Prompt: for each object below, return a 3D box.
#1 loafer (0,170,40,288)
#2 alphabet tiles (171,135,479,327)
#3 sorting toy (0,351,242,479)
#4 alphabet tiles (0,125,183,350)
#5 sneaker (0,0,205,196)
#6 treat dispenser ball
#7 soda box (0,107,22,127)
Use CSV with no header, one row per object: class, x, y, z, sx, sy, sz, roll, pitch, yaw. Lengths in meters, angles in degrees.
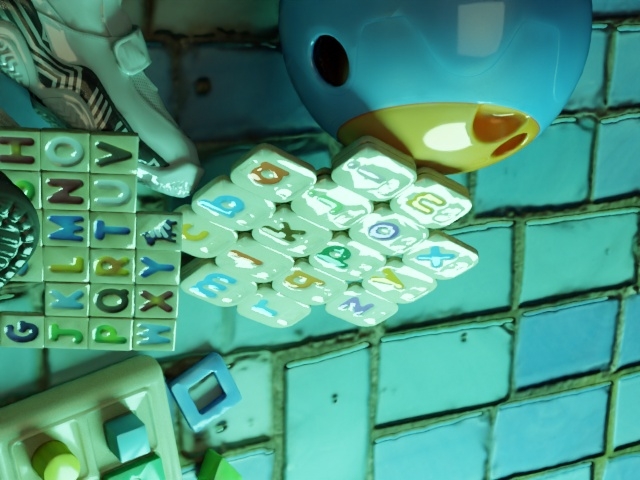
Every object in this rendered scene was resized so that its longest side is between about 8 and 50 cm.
loafer,-0.382,0.051,1.076,0.366,0.130,0.134,-36,141,7
alphabet tiles,0.000,0.000,1.262,0.278,0.284,0.021,24,48,-34
sorting toy,-0.217,0.230,1.291,0.348,0.047,0.196,-20,113,-26
alphabet tiles,-0.219,0.004,1.151,0.198,0.009,0.237,2,128,-7
sneaker,-0.190,-0.206,1.136,0.366,0.137,0.210,43,81,-30
treat dispenser ball,0.105,-0.202,1.234,0.288,0.288,0.288,-9,107,-30
soda box,-0.348,-0.136,1.094,0.069,0.074,0.216,-52,123,-11
